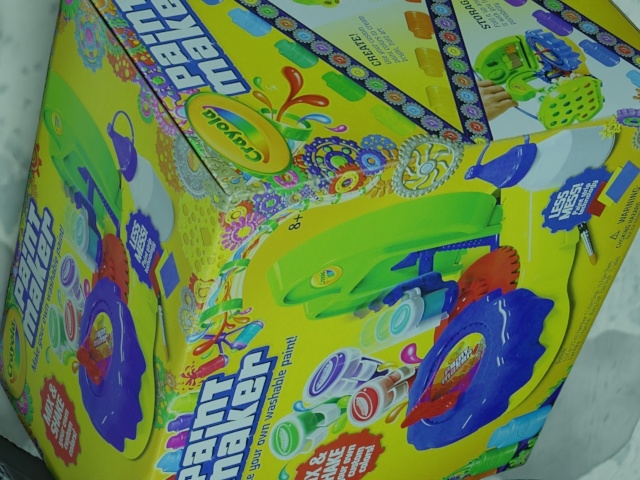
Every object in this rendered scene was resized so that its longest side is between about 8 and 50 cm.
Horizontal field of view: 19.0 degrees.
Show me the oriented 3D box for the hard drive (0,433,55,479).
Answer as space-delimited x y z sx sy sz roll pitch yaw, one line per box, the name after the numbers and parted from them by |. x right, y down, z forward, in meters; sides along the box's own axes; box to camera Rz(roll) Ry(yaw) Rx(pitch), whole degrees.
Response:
-0.300 0.198 0.920 0.339 0.064 0.237 -38 153 2 | hard drive

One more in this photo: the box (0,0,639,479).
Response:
0.000 0.000 1.021 0.279 0.177 0.290 -13 140 -30 | box

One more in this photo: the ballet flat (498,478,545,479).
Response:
0.096 0.165 1.144 0.188 0.070 0.070 4 108 1 | ballet flat
